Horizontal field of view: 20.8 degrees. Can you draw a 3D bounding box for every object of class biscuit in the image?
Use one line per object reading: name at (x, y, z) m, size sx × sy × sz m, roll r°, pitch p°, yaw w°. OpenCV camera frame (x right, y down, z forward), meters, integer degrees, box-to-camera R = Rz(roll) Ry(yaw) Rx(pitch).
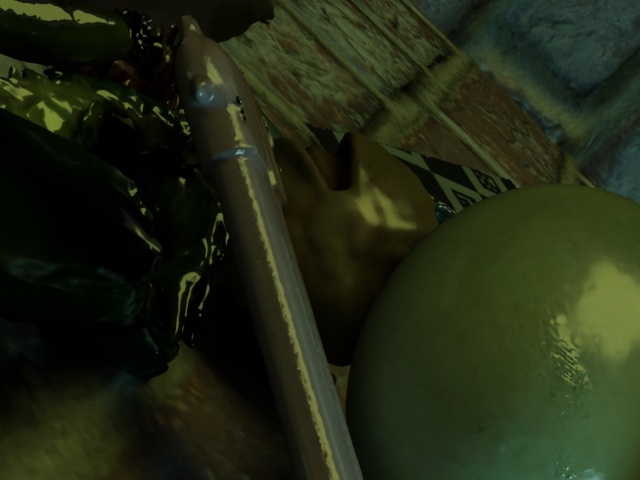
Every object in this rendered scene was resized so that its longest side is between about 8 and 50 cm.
biscuit at (-0.028, 0.060, 1.041) m, size 0.092 × 0.016 × 0.082 m, roll 38°, pitch 7°, yaw 2°

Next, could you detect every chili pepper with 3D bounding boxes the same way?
chili pepper at (-0.119, -0.010, 0.847) m, size 0.148 × 0.116 × 0.264 m, roll 34°, pitch 13°, yaw 6°

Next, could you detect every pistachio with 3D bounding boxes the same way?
pistachio at (0.000, 0.000, 1.024) m, size 0.129 × 0.131 × 0.206 m, roll 3°, pitch 9°, yaw -8°

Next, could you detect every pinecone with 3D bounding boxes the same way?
pinecone at (-0.122, -0.096, 1.096) m, size 0.109 × 0.102 × 0.102 m, roll 16°, pitch 16°, yaw 1°

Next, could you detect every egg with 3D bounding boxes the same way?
egg at (0.114, 0.070, 0.895) m, size 0.186 × 0.186 × 0.253 m, roll 44°, pitch 47°, yaw -3°

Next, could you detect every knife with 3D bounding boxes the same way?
knife at (-0.010, 0.075, 0.793) m, size 0.132 × 0.038 × 0.398 m, roll 63°, pitch 10°, yaw -62°

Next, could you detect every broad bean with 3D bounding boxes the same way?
broad bean at (-0.210, -0.125, 0.856) m, size 0.297 × 0.043 × 0.060 m, roll 15°, pitch 33°, yaw -21°

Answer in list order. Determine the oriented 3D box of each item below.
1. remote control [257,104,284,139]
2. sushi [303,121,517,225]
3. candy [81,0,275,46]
remote control at (-0.028, -0.055, 1.315) m, size 0.256 × 0.045 × 0.097 m, roll 50°, pitch 15°, yaw 32°
sushi at (0.150, 0.060, 1.471) m, size 0.320 × 0.069 × 0.339 m, roll 9°, pitch 38°, yaw -53°
candy at (-0.129, -0.244, 1.274) m, size 0.185 × 0.137 × 0.195 m, roll -108°, pitch 175°, yaw -46°
